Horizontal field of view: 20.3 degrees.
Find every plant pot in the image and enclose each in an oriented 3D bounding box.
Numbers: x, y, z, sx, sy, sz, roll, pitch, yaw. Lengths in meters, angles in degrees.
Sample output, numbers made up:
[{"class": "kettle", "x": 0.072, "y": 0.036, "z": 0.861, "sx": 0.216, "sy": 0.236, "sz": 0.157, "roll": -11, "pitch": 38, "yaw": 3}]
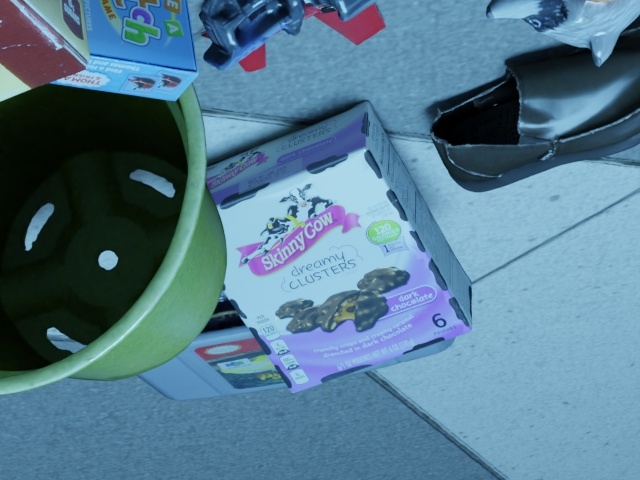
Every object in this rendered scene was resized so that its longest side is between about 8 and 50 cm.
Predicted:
[{"class": "plant pot", "x": -0.178, "y": -0.011, "z": 1.226, "sx": 0.276, "sy": 0.276, "sz": 0.254, "roll": -15, "pitch": 163, "yaw": 8}]

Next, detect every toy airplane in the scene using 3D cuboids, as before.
[{"class": "toy airplane", "x": -0.015, "y": -0.159, "z": 1.220, "sx": 0.151, "sy": 0.028, "sz": 0.151, "roll": -8, "pitch": 151, "yaw": -5}]

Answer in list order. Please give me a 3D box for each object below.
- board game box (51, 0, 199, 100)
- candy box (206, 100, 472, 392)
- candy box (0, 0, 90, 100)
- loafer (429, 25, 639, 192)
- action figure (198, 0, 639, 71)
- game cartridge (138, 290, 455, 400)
[{"class": "board game box", "x": -0.179, "y": -0.166, "z": 1.004, "sx": 0.211, "sy": 0.160, "sz": 0.039, "roll": 6, "pitch": 149, "yaw": -29}, {"class": "candy box", "x": 0.006, "y": 0.009, "z": 1.415, "sx": 0.164, "sy": 0.070, "sz": 0.196, "roll": -21, "pitch": 123, "yaw": 18}, {"class": "candy box", "x": -0.186, "y": -0.226, "z": 0.720, "sx": 0.087, "sy": 0.316, "sz": 0.183, "roll": -18, "pitch": 152, "yaw": 16}, {"class": "loafer", "x": 0.176, "y": -0.099, "z": 1.347, "sx": 0.220, "sy": 0.080, "sz": 0.078, "roll": -27, "pitch": 149, "yaw": 28}, {"class": "action figure", "x": 0.080, "y": -0.207, "z": 0.923, "sx": 0.341, "sy": 0.178, "sz": 0.330, "roll": -42, "pitch": 133, "yaw": -7}, {"class": "game cartridge", "x": -0.030, "y": 0.082, "z": 1.607, "sx": 0.294, "sy": 0.060, "sz": 0.196, "roll": -11, "pitch": 163, "yaw": 10}]
